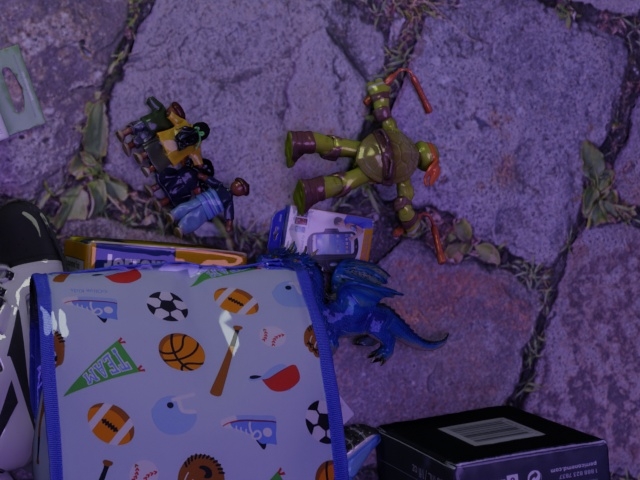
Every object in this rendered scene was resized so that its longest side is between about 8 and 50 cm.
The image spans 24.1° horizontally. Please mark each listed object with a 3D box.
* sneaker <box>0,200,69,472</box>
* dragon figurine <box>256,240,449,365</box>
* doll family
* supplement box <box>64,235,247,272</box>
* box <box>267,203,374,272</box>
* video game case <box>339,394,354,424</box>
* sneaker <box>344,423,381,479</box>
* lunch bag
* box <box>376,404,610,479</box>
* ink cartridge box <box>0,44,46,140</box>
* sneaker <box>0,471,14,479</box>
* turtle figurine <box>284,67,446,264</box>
[{"bbox_3d":[-0.386,0.109,1.774,0.146,0.122,0.331,9,74,-44],"label":"sneaker"},{"bbox_3d":[0.055,0.079,1.949,0.289,0.085,0.144,7,108,-15],"label":"dragon figurine"},{"bbox_3d":[-0.169,-0.094,1.903,0.111,0.076,0.193,-31,106,-18],"label":"doll family"},{"bbox_3d":[-0.217,0.179,1.830,0.195,0.194,0.357,4,91,-18],"label":"supplement box"},{"bbox_3d":[0.000,0.000,1.979,0.136,0.028,0.081,9,90,-19],"label":"box"},{"bbox_3d":[-0.053,0.217,1.971,0.143,0.019,0.157,-41,103,-16],"label":"video game case"},{"bbox_3d":[0.023,0.313,1.990,0.162,0.063,0.073,-47,116,-2],"label":"sneaker"},{"bbox_3d":[-0.149,0.210,1.624,0.327,0.239,0.386,-2,70,-16],"label":"lunch bag"},{"bbox_3d":[0.228,0.438,1.930,0.212,0.293,0.396,-7,94,-17],"label":"box"},{"bbox_3d":[-0.444,-0.157,1.815,0.209,0.062,0.109,-22,98,-16],"label":"ink cartridge box"},{"bbox_3d":[-0.477,0.324,1.827,0.212,0.080,0.094,-11,84,-24],"label":"sneaker"},{"bbox_3d":[0.071,-0.090,1.957,0.217,0.087,0.270,-9,87,-16],"label":"turtle figurine"}]
